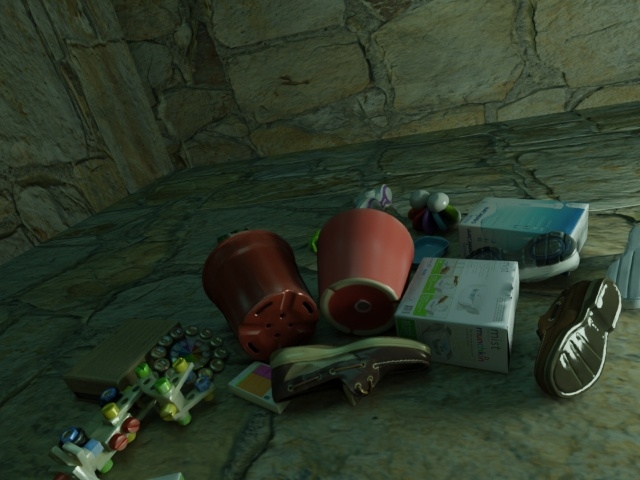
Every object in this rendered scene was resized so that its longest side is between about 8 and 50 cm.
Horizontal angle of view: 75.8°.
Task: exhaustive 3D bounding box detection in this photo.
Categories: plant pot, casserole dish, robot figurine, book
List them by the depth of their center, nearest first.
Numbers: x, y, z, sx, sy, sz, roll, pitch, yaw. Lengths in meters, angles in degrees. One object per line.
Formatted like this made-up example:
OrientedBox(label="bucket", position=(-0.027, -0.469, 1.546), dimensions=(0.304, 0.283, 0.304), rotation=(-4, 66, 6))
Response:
OrientedBox(label="book", position=(-0.120, 0.324, 0.923), dimensions=(0.144, 0.035, 0.096), rotation=(7, 29, 35))
OrientedBox(label="plant pot", position=(0.110, 0.091, 1.062), dimensions=(0.275, 0.274, 0.243), rotation=(-7, 34, 14))
OrientedBox(label="plant pot", position=(-0.145, 0.148, 1.067), dimensions=(0.273, 0.272, 0.265), rotation=(-21, 33, -16))
OrientedBox(label="casserole dish", position=(0.324, 0.040, 1.302), dimensions=(0.189, 0.036, 0.114), rotation=(-29, 29, -29))
OrientedBox(label="robot figurine", position=(0.000, 0.000, 1.514), dimensions=(0.101, 0.066, 0.115), rotation=(-14, 23, 19))

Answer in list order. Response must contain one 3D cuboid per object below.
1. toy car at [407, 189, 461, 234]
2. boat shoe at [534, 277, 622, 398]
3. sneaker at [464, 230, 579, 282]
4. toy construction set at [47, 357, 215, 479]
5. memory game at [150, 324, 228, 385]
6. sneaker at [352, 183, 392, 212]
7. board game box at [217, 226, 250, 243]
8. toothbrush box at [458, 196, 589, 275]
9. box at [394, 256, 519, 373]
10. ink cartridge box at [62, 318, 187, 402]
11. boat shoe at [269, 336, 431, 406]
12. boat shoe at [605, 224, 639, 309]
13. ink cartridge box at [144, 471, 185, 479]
OrientedBox(label="toy car", position=(0.388, -0.086, 1.445), dimensions=(0.182, 0.159, 0.136), rotation=(18, 74, 48))
OrientedBox(label="boat shoe", position=(0.498, 0.195, 0.826), dimensions=(0.307, 0.110, 0.104), rotation=(-36, 6, -30))
OrientedBox(label="sneaker", position=(0.508, 0.074, 1.062), dimensions=(0.297, 0.129, 0.110), rotation=(-15, 51, 41))
OrientedBox(label="toy construction set", position=(-0.391, 0.374, 0.829), dimensions=(0.215, 0.150, 0.328), rotation=(-2, 16, 27))
OrientedBox(label="memory game", position=(-0.326, 0.283, 1.035), dimensions=(0.187, 0.012, 0.186), rotation=(12, 33, -8))
OrientedBox(label="sneaker", position=(0.191, -0.131, 1.687), dimensions=(0.152, 0.114, 0.305), rotation=(-14, 16, 33))
OrientedBox(label="board game box", position=(-0.326, 0.007, 1.711), dimensions=(0.136, 0.030, 0.260), rotation=(-27, 28, -24))
OrientedBox(label="toothbrush box", position=(0.588, -0.026, 1.202), dimensions=(0.296, 0.126, 0.216), rotation=(10, 34, 40))
OrientedBox(label="box", position=(0.324, 0.153, 0.951), dimensions=(0.231, 0.126, 0.262), rotation=(2, 28, 28))
OrientedBox(label="ink cartridge box", position=(-0.499, 0.309, 1.076), dimensions=(0.194, 0.088, 0.234), rotation=(-3, 27, 24))
OrientedBox(label="boat shoe", position=(0.064, 0.282, 0.854), dimensions=(0.343, 0.123, 0.123), rotation=(-4, 55, -1))
OrientedBox(label="boat shoe", position=(0.743, 0.074, 0.949), dimensions=(0.109, 0.094, 0.302), rotation=(9, 38, 46))
OrientedBox(label="ink cartridge box", position=(-0.331, 0.470, 0.676), dimensions=(0.210, 0.062, 0.109), rotation=(-13, 24, 1))
